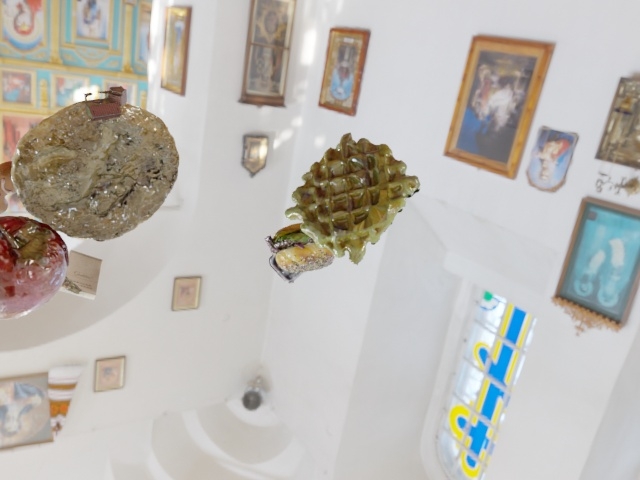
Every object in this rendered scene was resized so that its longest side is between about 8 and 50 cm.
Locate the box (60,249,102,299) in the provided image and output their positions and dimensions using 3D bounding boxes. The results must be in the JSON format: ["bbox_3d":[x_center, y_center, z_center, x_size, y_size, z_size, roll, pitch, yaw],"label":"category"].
[{"bbox_3d":[-0.774,0.111,1.801,0.109,0.029,0.198,22,-155,-26],"label":"box"}]

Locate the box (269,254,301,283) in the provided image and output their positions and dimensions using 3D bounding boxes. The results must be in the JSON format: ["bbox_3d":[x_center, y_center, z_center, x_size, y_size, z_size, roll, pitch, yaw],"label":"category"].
[{"bbox_3d":[0.000,0.000,1.693,0.112,0.190,0.369,46,-154,5],"label":"box"}]

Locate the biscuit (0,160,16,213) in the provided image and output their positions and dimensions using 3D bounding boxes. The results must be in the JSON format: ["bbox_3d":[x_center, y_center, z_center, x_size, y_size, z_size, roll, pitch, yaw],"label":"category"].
[{"bbox_3d":[-0.797,-0.102,1.299,0.250,0.165,0.036,-36,-114,-21],"label":"biscuit"}]

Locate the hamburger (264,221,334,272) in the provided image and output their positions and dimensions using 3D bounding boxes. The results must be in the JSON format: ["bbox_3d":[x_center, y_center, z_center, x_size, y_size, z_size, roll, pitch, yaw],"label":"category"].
[{"bbox_3d":[-0.034,0.017,1.226,0.164,0.093,0.189,-11,164,0],"label":"hamburger"}]

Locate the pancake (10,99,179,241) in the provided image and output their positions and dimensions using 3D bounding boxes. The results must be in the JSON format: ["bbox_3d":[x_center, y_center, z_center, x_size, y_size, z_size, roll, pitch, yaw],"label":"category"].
[{"bbox_3d":[-0.520,-0.165,1.312,0.387,0.387,0.082,-2,-139,-34],"label":"pancake"}]

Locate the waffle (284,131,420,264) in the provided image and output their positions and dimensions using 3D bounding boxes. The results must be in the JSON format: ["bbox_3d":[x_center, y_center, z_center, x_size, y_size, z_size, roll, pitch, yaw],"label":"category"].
[{"bbox_3d":[0.050,-0.088,1.004,0.204,0.223,0.054,38,178,31],"label":"waffle"}]

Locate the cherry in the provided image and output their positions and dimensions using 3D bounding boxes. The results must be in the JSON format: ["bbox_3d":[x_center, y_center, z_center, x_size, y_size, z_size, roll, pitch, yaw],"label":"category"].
[{"bbox_3d":[-0.616,0.062,1.102,0.192,0.250,0.175,40,-162,-10],"label":"cherry"}]

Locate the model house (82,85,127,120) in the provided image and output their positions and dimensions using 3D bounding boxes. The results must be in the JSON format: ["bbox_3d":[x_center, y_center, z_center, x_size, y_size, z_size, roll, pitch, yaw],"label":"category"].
[{"bbox_3d":[-0.437,-0.280,1.141,0.083,0.057,0.058,-17,-139,-33],"label":"model house"}]

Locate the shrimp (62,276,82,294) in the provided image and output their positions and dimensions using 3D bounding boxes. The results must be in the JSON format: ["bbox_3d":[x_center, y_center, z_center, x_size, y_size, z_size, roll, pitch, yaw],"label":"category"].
[{"bbox_3d":[-0.589,0.090,1.250,0.108,0.023,0.059,44,180,-20],"label":"shrimp"}]
